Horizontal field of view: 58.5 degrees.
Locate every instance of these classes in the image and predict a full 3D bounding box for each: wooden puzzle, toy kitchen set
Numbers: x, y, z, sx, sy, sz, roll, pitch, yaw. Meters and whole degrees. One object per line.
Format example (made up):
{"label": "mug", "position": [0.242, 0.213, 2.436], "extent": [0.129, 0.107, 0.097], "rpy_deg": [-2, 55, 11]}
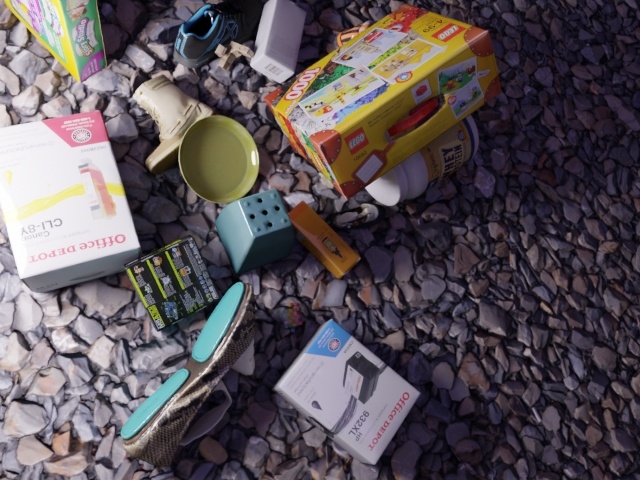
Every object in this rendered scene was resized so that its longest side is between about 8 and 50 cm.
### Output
{"label": "wooden puzzle", "position": [-0.078, 0.210, 1.559], "extent": [0.049, 0.006, 0.083], "rpy_deg": [-10, 77, -17]}
{"label": "toy kitchen set", "position": [-0.257, -0.541, 1.677], "extent": [0.075, 0.068, 0.083], "rpy_deg": [29, 89, 26]}

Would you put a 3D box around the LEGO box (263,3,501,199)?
{"label": "LEGO box", "position": [0.154, -0.388, 1.533], "extent": [0.500, 0.193, 0.372], "rpy_deg": [-35, 41, -6]}

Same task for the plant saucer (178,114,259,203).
{"label": "plant saucer", "position": [-0.283, -0.222, 1.576], "extent": [0.241, 0.037, 0.240], "rpy_deg": [-1, 91, -36]}

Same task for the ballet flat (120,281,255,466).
{"label": "ballet flat", "position": [-0.276, 0.336, 1.409], "extent": [0.182, 0.164, 0.482], "rpy_deg": [43, 73, -23]}

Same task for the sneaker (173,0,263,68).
{"label": "sneaker", "position": [-0.287, -0.643, 1.687], "extent": [0.125, 0.139, 0.341], "rpy_deg": [41, 67, 3]}

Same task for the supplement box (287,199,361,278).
{"label": "supplement box", "position": [0.000, 0.000, 1.606], "extent": [0.233, 0.080, 0.078], "rpy_deg": [45, 69, 3]}

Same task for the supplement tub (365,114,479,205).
{"label": "supplement tub", "position": [0.280, -0.260, 1.675], "extent": [0.316, 0.228, 0.228], "rpy_deg": [-34, 85, -21]}

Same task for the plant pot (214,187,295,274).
{"label": "plant pot", "position": [-0.162, -0.034, 1.488], "extent": [0.166, 0.234, 0.165], "rpy_deg": [-20, 80, -19]}

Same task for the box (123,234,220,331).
{"label": "box", "position": [-0.373, 0.108, 1.450], "extent": [0.184, 0.045, 0.190], "rpy_deg": [-27, 111, -18]}

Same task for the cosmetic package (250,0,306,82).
{"label": "cosmetic package", "position": [-0.126, -0.613, 1.734], "extent": [0.117, 0.086, 0.230], "rpy_deg": [24, 66, -33]}

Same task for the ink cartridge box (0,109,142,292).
{"label": "ink cartridge box", "position": [-0.629, -0.098, 1.423], "extent": [0.279, 0.160, 0.384], "rpy_deg": [-16, 78, -19]}

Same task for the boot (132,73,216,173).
{"label": "boot", "position": [-0.443, -0.325, 1.574], "extent": [0.203, 0.095, 0.262], "rpy_deg": [38, 67, -2]}

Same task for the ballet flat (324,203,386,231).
{"label": "ballet flat", "position": [0.110, -0.068, 1.658], "extent": [0.203, 0.074, 0.074], "rpy_deg": [-14, 78, -18]}

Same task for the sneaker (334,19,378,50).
{"label": "sneaker", "position": [0.168, -0.615, 1.810], "extent": [0.321, 0.180, 0.124], "rpy_deg": [4, 92, -48]}

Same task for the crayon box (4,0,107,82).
{"label": "crayon box", "position": [-0.701, -0.631, 1.454], "extent": [0.313, 0.363, 0.106], "rpy_deg": [45, 68, 1]}

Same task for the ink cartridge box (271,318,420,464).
{"label": "ink cartridge box", "position": [0.066, 0.390, 1.478], "extent": [0.307, 0.129, 0.223], "rpy_deg": [40, 68, -1]}
